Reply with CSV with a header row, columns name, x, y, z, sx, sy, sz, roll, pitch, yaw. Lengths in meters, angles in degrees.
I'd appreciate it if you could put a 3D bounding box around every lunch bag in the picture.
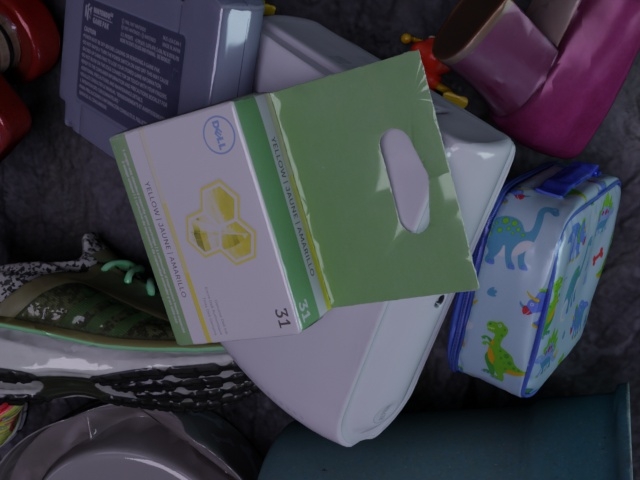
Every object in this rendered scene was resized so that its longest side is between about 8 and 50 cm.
name,x,y,z,sx,sy,sz,roll,pitch,yaw
lunch bag,0.192,0.022,0.747,0.090,0.219,0.176,20,113,25

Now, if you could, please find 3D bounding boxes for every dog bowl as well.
name,x,y,z,sx,sy,sz,roll,pitch,yaw
dog bowl,-0.203,0.332,0.983,0.349,0.102,0.348,3,109,9

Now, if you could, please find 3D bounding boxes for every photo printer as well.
name,x,y,z,sx,sy,sz,roll,pitch,yaw
photo printer,0.000,0.000,0.719,0.256,0.107,0.307,41,125,35

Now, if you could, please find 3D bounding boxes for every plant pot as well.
name,x,y,z,sx,sy,sz,roll,pitch,yaw
plant pot,0.125,0.303,0.810,0.334,0.341,0.341,-2,107,19

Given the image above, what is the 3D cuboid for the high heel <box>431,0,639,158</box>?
name,x,y,z,sx,sy,sz,roll,pitch,yaw
high heel,0.275,-0.241,0.709,0.181,0.127,0.377,32,116,-31

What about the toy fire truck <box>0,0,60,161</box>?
name,x,y,z,sx,sy,sz,roll,pitch,yaw
toy fire truck,-0.423,-0.192,0.843,0.254,0.169,0.302,-28,103,44

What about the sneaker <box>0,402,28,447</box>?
name,x,y,z,sx,sy,sz,roll,pitch,yaw
sneaker,-0.375,0.179,0.969,0.081,0.094,0.208,33,111,-3

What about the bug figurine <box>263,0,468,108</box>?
name,x,y,z,sx,sy,sz,roll,pitch,yaw
bug figurine,-0.011,-0.149,0.811,0.279,0.072,0.216,26,116,-3

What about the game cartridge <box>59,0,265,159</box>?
name,x,y,z,sx,sy,sz,roll,pitch,yaw
game cartridge,-0.151,-0.162,0.755,0.294,0.060,0.196,32,122,45

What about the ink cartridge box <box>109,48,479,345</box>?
name,x,y,z,sx,sy,sz,roll,pitch,yaw
ink cartridge box,-0.025,-0.021,0.597,0.235,0.056,0.171,-9,102,34

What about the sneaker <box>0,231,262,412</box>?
name,x,y,z,sx,sy,sz,roll,pitch,yaw
sneaker,-0.211,0.070,0.877,0.410,0.182,0.158,5,154,-12
